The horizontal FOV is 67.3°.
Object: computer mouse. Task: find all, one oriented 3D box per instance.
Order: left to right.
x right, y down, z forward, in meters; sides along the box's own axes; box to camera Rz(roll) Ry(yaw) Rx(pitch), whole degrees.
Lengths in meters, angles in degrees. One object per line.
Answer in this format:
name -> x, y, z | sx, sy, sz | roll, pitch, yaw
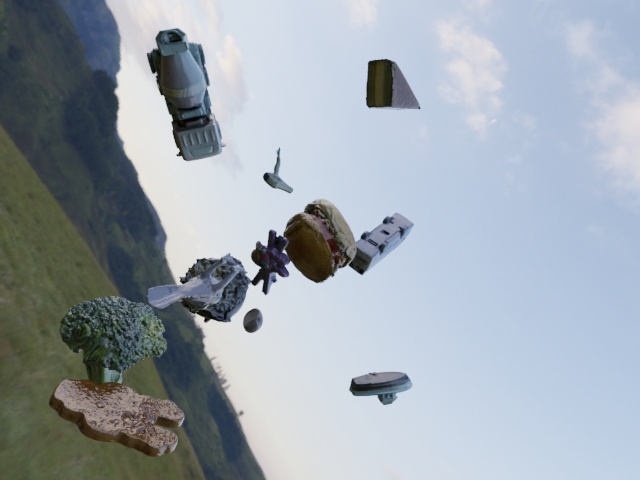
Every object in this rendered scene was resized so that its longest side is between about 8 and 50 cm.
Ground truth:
computer mouse -> -0.207, 0.253, 1.496 | 0.039, 0.066, 0.096 | 59, 6, -25

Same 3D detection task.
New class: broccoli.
broccoli -> -0.556, 0.291, 1.338 | 0.375, 0.249, 0.301 | -7, -75, 58

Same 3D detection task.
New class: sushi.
sushi -> -0.366, 0.171, 1.640 | 0.239, 0.224, 0.219 | 26, -24, -23

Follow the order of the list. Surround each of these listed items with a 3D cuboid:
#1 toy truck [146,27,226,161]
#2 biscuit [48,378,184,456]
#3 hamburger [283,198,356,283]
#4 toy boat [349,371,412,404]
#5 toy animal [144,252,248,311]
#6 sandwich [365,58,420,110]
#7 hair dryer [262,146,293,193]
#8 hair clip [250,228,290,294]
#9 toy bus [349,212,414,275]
toy truck -> -0.263, -0.282, 0.946 | 0.140, 0.108, 0.256 | -122, -159, -57
biscuit -> -0.465, 0.400, 1.105 | 0.295, 0.044, 0.186 | 26, 10, -11
hamburger -> 0.000, 0.000, 1.479 | 0.244, 0.163, 0.244 | 36, -37, 33
toy boat -> 0.132, 0.321, 1.034 | 0.059, 0.140, 0.066 | -134, -140, -73
toy animal -> -0.291, 0.115, 1.224 | 0.081, 0.206, 0.367 | 52, -6, 10
sandwich -> 0.190, -0.389, 1.215 | 0.080, 0.163, 0.113 | 11, -74, 37
hair dryer -> -0.177, -0.309, 2.219 | 0.068, 0.199, 0.167 | -10, -41, 39
hair clip -> -0.153, 0.081, 1.496 | 0.137, 0.090, 0.278 | 35, -33, 11
toy bus -> 0.239, 0.009, 1.892 | 0.109, 0.330, 0.135 | 35, -47, 22
